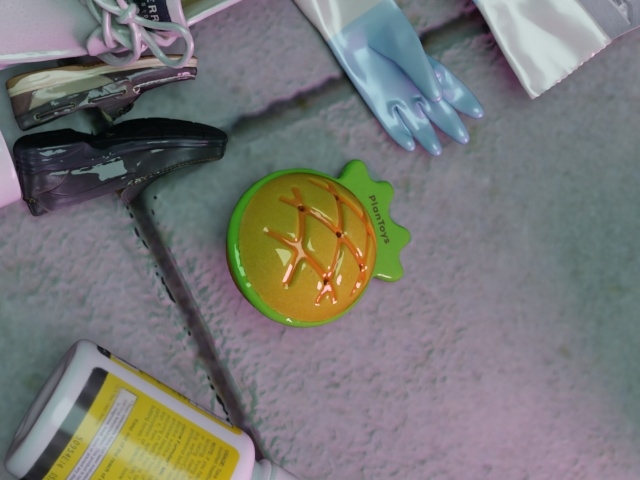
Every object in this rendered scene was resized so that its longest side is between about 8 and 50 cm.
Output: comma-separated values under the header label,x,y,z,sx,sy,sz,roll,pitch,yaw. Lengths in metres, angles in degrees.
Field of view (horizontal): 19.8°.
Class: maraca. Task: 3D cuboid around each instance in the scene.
label,x,y,z,sx,sy,sz,roll,pitch,yaw
maraca,0.000,0.000,1.470,0.186,0.099,0.127,-20,94,-41

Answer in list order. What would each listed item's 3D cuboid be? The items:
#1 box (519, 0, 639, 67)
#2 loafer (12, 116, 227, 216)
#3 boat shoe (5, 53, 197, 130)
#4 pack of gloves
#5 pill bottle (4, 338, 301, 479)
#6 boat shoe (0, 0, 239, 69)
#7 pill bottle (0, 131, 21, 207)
label,x,y,z,sx,sy,sz,roll,pitch,yaw
box,0.249,-0.272,1.570,0.231,0.056,0.183,-26,92,-14
loafer,-0.156,-0.059,1.456,0.170,0.062,0.061,-7,110,-11
boat shoe,-0.170,-0.118,1.456,0.152,0.056,0.049,-9,94,-6
pack of gloves,0.094,-0.198,1.497,0.195,0.046,0.232,-36,93,5
pill bottle,-0.125,0.176,1.410,0.208,0.119,0.119,32,79,-10
boat shoe,-0.138,-0.193,1.387,0.367,0.156,0.136,-20,132,-10
pill bottle,-0.337,-0.035,1.371,0.208,0.117,0.117,-22,92,-15
